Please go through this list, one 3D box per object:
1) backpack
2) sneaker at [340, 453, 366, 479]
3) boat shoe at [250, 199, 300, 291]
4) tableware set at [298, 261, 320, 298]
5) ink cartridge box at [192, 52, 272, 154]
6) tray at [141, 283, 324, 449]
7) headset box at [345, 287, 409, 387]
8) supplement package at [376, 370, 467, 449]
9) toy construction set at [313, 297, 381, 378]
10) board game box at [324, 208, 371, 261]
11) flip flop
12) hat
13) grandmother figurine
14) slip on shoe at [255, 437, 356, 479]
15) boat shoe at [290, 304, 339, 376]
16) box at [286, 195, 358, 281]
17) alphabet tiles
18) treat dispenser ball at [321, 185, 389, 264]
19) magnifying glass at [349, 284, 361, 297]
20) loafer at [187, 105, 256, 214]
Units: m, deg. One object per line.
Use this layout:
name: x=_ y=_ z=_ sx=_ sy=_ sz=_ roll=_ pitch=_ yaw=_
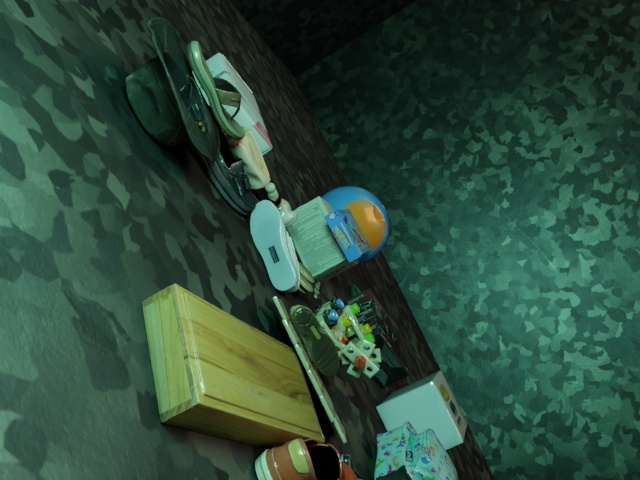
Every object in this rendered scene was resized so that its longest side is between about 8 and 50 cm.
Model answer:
backpack: x=0.241 y=0.593 z=1.517 sx=0.225 sy=0.191 sz=0.253 roll=57 pitch=8 yaw=-12
sneaker: x=0.096 y=0.539 z=1.276 sx=0.188 sy=0.078 sz=0.067 roll=60 pitch=12 yaw=1
boat shoe: x=-0.119 y=0.020 z=1.581 sx=0.084 sy=0.095 sz=0.258 roll=38 pitch=36 yaw=-70
tableware set: x=-0.058 y=0.111 z=1.710 sx=0.128 sy=0.039 sz=0.194 roll=48 pitch=8 yaw=-4
ink cartridge box: x=-0.269 y=-0.397 z=1.789 sx=0.207 sy=0.117 sz=0.283 roll=48 pitch=15 yaw=-47
tray: x=-0.134 y=0.241 z=1.034 sx=0.411 sy=0.076 sz=0.203 roll=45 pitch=20 yaw=-54
headset box: x=0.190 y=0.324 z=2.051 sx=0.218 sy=0.110 sz=0.293 roll=55 pitch=14 yaw=-25
supplement package: x=0.329 y=0.558 z=1.880 sx=0.199 sy=0.198 sz=0.262 roll=64 pitch=13 yaw=12
toy construction set: x=0.066 y=0.271 z=1.632 sx=0.215 sy=0.151 sz=0.328 roll=60 pitch=2 yaw=-4
board game box: x=0.090 y=-0.020 z=1.868 sx=0.160 sy=0.047 sz=0.210 roll=61 pitch=15 yaw=4
flip flop: x=-0.239 y=-0.361 z=1.440 sx=0.112 sy=0.080 sz=0.277 roll=-114 pitch=-179 yaw=-49
hat: x=-0.340 y=-0.310 z=1.305 sx=0.331 sy=0.134 sz=0.331 roll=-18 pitch=90 yaw=-84
grandmother figurine: x=-0.168 y=-0.165 z=1.679 sx=0.342 sy=0.104 sz=0.208 roll=60 pitch=-4 yaw=-33
slip on shoe: x=0.004 y=0.430 z=1.089 sx=0.331 sy=0.101 sz=0.123 roll=46 pitch=13 yaw=-53
boat shoe: x=-0.015 y=0.234 z=1.409 sx=0.190 sy=0.068 sz=0.072 roll=66 pitch=-20 yaw=-11
box: x=0.000 y=0.000 z=1.925 sx=0.232 sy=0.148 sz=0.127 roll=65 pitch=14 yaw=18
alphabet tiles: x=-0.023 y=0.285 z=1.341 sx=0.343 sy=0.011 sz=0.285 roll=63 pitch=-3 yaw=9
treat dispenser ball: x=0.101 y=-0.050 z=2.119 sx=0.288 sy=0.288 sz=0.288 roll=56 pitch=13 yaw=-21
magnifying glass: x=0.170 y=0.240 z=2.369 sx=0.231 sy=0.026 sz=0.092 roll=37 pitch=26 yaw=-57
loafer: x=-0.245 y=-0.204 z=1.520 sx=0.302 sy=0.095 sz=0.109 roll=56 pitch=14 yaw=-20
